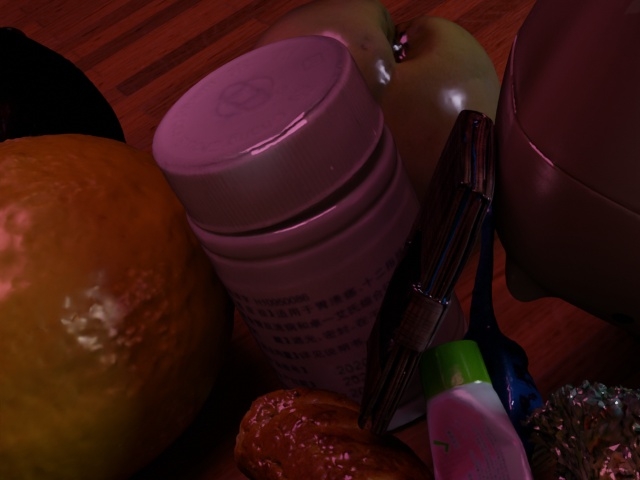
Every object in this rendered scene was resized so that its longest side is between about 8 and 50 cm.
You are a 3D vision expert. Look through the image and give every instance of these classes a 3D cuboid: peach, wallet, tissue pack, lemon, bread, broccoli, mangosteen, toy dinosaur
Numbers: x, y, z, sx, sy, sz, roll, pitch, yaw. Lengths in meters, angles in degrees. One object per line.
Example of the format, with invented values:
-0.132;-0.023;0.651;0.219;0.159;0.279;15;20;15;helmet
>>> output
0.044;-0.114;1.149;0.292;0.292;0.247;-24;43;2;peach
0.076;0.026;0.812;0.042;0.230;0.124;20;32;-3;wallet
0.317;-0.051;0.817;0.387;0.277;0.267;23;38;-8;tissue pack
-0.238;0.061;1.043;0.364;0.364;0.364;-17;36;13;lemon
0.019;0.193;0.881;0.172;0.132;0.103;36;111;53;bread
0.235;0.201;0.760;0.220;0.194;0.194;15;47;13;broccoli
-0.419;-0.040;1.300;0.382;0.382;0.435;-2;73;30;mangosteen
0.144;0.137;0.885;0.076;0.144;0.329;-1;73;-2;toy dinosaur

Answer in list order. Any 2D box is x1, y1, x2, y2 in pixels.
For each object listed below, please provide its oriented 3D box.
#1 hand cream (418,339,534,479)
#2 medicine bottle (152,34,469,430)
0.126;0.204;0.776;0.050;0.079;0.275;-2;62;-22;hand cream
0.000;0.000;0.973;0.190;0.332;0.190;-17;36;13;medicine bottle
